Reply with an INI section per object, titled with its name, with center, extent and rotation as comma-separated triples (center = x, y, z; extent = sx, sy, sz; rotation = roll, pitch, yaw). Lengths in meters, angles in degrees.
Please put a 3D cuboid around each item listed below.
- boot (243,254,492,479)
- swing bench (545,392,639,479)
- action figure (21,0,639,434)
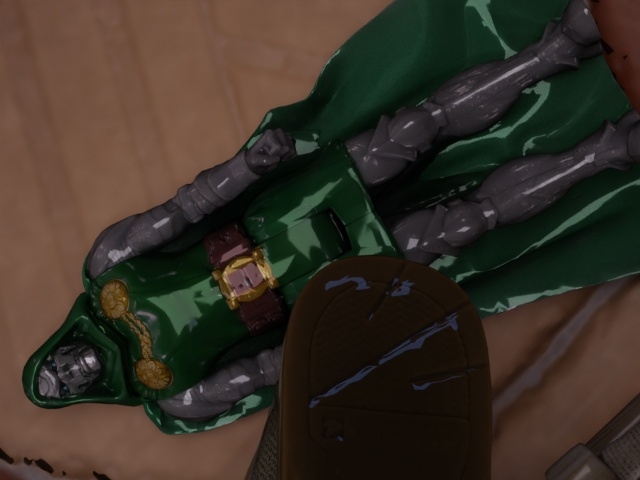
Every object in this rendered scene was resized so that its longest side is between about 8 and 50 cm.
[boot]
center = 0.000, 0.132, 0.516
extent = 0.077, 0.165, 0.213
rotation = 9, 61, -5
[swing bench]
center = 0.190, 0.052, 0.476
extent = 0.253, 0.255, 0.165
rotation = -44, 81, -2
[action figure]
center = 0.000, 0.000, 0.606
extent = 0.232, 0.063, 0.137
rotation = -29, 88, 7
